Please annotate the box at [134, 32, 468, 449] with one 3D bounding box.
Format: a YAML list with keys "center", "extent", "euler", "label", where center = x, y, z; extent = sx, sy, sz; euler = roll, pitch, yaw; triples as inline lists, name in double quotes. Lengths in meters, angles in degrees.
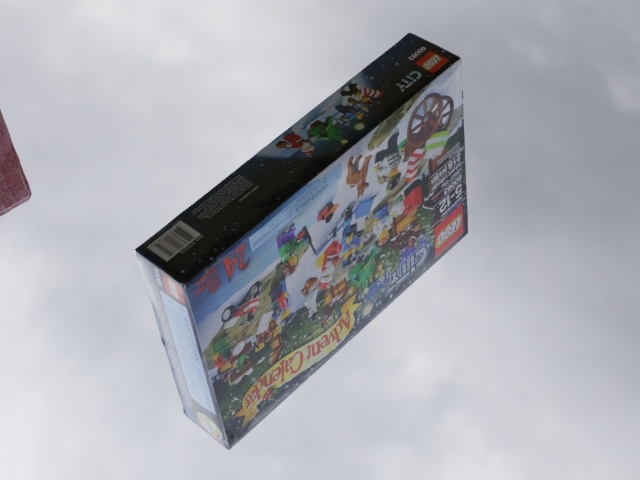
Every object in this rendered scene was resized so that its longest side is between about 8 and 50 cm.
- center: [0.000, 0.000, 0.848]
  extent: [0.044, 0.159, 0.233]
  euler: [32, -121, 32]
  label: "box"

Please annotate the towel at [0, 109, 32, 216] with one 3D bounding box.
- center: [-0.287, -0.073, 0.819]
  extent: [0.037, 0.237, 0.329]
  euler: [-4, -158, 20]
  label: "towel"
